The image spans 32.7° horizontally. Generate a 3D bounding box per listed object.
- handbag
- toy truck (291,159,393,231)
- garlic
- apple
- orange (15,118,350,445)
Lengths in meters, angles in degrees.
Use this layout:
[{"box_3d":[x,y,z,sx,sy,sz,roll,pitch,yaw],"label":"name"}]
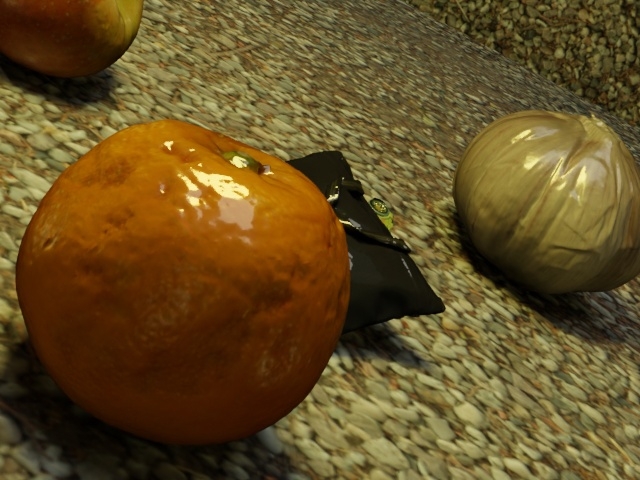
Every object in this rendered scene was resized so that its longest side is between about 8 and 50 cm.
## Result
[{"box_3d":[0.000,0.000,1.197,0.211,0.089,0.254,-9,54,-35],"label":"handbag"},{"box_3d":[0.004,-0.020,1.316,0.169,0.077,0.100,25,33,-15],"label":"toy truck"},{"box_3d":[0.335,-0.067,1.599,0.317,0.259,0.317,31,22,-14],"label":"garlic"},{"box_3d":[-0.321,-0.306,1.353,0.173,0.210,0.235,-2,5,12],"label":"apple"},{"box_3d":[-0.104,0.033,0.857,0.261,0.261,0.261,26,22,-12],"label":"orange"}]
